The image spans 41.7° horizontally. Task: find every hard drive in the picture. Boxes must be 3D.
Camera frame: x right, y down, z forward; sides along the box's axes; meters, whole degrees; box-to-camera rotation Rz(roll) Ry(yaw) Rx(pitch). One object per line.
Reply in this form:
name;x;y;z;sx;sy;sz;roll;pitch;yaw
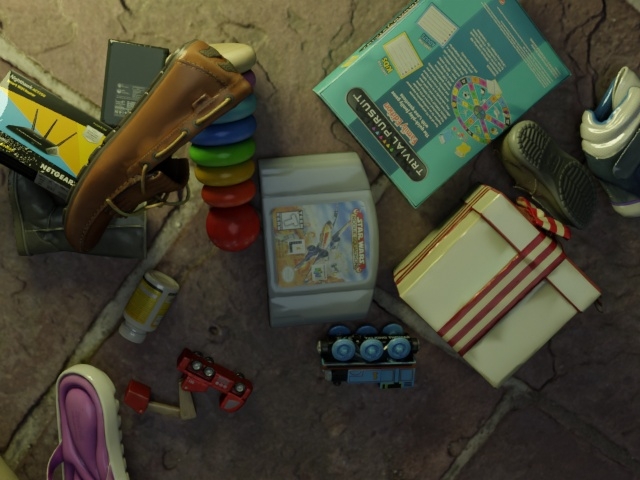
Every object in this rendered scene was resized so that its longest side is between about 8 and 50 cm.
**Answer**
hard drive;-0.297;-0.247;1.343;0.094;0.022;0.135;8;104;-9

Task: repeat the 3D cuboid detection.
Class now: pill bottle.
pill bottle;-0.292;0.113;1.417;0.065;0.065;0.116;29;99;-14

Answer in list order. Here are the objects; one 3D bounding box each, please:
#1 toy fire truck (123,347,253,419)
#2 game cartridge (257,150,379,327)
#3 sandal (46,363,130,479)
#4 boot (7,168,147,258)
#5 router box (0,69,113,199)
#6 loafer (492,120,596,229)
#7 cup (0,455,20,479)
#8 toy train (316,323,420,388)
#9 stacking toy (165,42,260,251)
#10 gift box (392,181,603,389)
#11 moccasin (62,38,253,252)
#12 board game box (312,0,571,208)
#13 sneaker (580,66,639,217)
toy fire truck;-0.231;0.266;1.475;0.192;0.047;0.135;30;100;-15
game cartridge;0.000;0.000;1.433;0.198;0.062;0.297;-4;105;-2
sandal;-0.405;0.420;1.430;0.169;0.102;0.416;-5;96;33
boot;-0.385;-0.053;1.357;0.208;0.076;0.190;0;118;-1
router box;-0.433;-0.162;1.300;0.179;0.046;0.133;30;60;-15
loafer;0.386;-0.113;1.446;0.251;0.087;0.094;44;69;-26
cup;-0.645;0.415;1.348;0.331;0.331;0.237;-24;81;-1
toy train;0.084;0.208;1.487;0.184;0.080;0.105;-1;111;-7
stacking toy;-0.153;-0.140;1.347;0.141;0.141;0.330;-8;113;-5
gift box;0.301;0.065;1.390;0.276;0.255;0.258;42;98;-10
moccasin;-0.244;-0.115;1.239;0.147;0.139;0.380;41;105;-8
board game box;0.196;-0.260;1.375;0.336;0.079;0.254;-41;106;4
sneaker;0.597;-0.205;1.414;0.322;0.130;0.236;-28;111;6
